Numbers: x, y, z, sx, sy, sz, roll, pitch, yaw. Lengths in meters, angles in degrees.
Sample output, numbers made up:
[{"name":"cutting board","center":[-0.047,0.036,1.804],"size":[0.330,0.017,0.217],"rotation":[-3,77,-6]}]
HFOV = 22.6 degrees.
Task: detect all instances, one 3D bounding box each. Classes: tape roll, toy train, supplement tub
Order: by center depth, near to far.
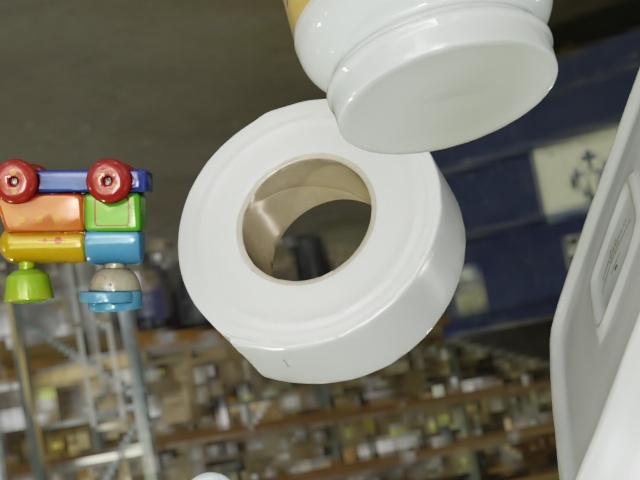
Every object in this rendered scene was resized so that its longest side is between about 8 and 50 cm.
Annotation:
[{"name":"supplement tub","center":[0.045,-0.163,0.888],"size":[0.144,0.200,0.144],"rotation":[-13,158,-5]},{"name":"toy train","center":[-0.285,-0.004,1.521],"size":[0.248,0.143,0.105],"rotation":[-1,179,0]},{"name":"tape roll","center":[0.000,0.000,1.638],"size":[0.286,0.286,0.100],"rotation":[-12,150,15]}]

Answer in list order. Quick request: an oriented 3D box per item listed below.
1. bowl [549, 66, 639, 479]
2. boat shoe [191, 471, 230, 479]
[{"name":"bowl","center":[0.091,0.009,0.366],"size":[0.053,0.142,0.142],"rotation":[15,-154,-1]},{"name":"boat shoe","center":[-0.111,0.291,1.417],"size":[0.065,0.183,0.083],"rotation":[13,178,4]}]
